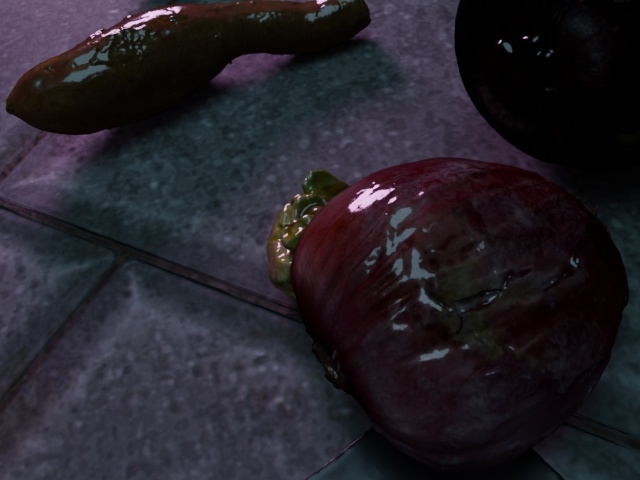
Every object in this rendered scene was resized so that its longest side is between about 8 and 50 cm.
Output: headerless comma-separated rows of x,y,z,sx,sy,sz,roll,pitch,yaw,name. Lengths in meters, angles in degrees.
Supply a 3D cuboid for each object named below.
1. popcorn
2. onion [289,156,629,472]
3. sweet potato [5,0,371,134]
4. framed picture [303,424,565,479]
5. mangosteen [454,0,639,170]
-0.001,0.002,0.682,0.097,0.089,0.109,16,58,36,popcorn
0.127,0.015,0.586,0.283,0.120,0.227,-29,74,-30,onion
-0.136,-0.197,0.864,0.385,0.109,0.109,-22,50,-15,sweet potato
0.096,0.261,0.494,0.255,0.014,0.338,-35,53,-16,framed picture
0.242,-0.181,0.699,0.228,0.228,0.265,31,48,31,mangosteen
